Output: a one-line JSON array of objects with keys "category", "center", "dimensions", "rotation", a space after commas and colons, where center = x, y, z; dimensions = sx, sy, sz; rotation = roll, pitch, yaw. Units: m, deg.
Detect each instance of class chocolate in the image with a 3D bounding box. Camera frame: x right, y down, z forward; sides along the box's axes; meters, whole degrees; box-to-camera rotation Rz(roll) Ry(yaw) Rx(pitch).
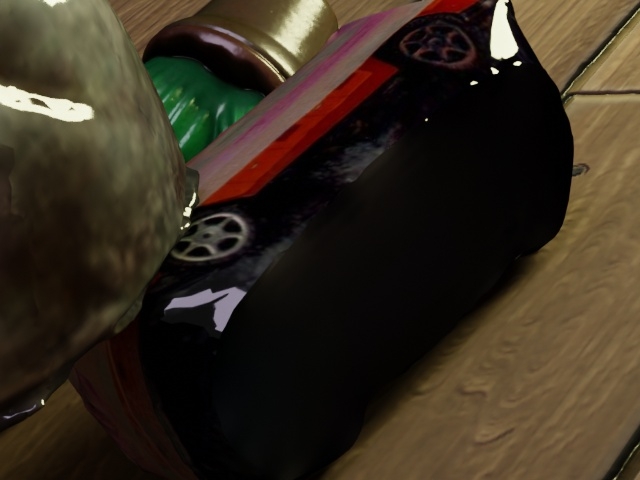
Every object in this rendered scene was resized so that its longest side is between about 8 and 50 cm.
[{"category": "chocolate", "center": [-0.216, -0.070, 0.784], "dimensions": [0.303, 0.213, 0.303], "rotation": [-7, 35, 5]}]

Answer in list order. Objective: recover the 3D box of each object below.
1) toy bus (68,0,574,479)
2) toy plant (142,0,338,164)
[{"category": "toy bus", "center": [0.000, 0.000, 0.915], "dimensions": [0.147, 0.127, 0.303], "rotation": [2, 37, 47]}, {"category": "toy plant", "center": [-0.063, -0.074, 1.132], "dimensions": [0.143, 0.105, 0.200], "rotation": [20, 65, 28]}]
